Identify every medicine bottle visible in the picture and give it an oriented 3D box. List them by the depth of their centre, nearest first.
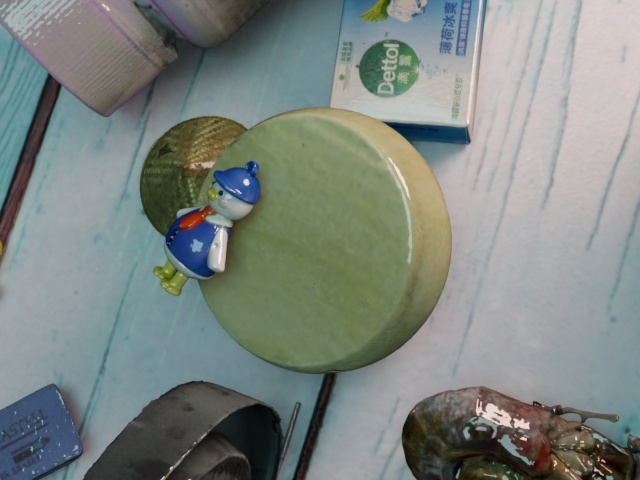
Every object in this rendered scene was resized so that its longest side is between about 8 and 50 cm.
[{"bbox_3d":[-0.170,-0.292,0.973,0.302,0.241,0.241,-42,75,2],"label":"medicine bottle"}]

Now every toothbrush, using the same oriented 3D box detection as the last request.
[{"bbox_3d":[-0.036,0.207,0.978,0.006,0.008,0.096,17,83,0],"label":"toothbrush"}]

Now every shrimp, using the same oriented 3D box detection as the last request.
[{"bbox_3d":[0.239,0.211,0.869,0.343,0.116,0.145,15,107,11],"label":"shrimp"}]

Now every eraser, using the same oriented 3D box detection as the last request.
[{"bbox_3d":[-0.348,0.232,1.022,0.225,0.036,0.082,-28,78,5],"label":"eraser"}]

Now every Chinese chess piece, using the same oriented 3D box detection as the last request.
[{"bbox_3d":[0.000,0.000,0.929,0.250,0.101,0.250,1,92,27],"label":"Chinese chess piece"}]

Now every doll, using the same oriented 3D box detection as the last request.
[{"bbox_3d":[-0.099,-0.014,0.895,0.143,0.058,0.098,-51,43,14],"label":"doll"}]

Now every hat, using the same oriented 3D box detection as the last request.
[{"bbox_3d":[-0.129,-0.067,1.015,0.146,0.067,0.146,-2,80,11],"label":"hat"}]

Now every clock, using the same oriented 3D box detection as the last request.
[{"bbox_3d":[-0.137,0.264,0.835,0.061,0.312,0.312,24,85,20],"label":"clock"}]

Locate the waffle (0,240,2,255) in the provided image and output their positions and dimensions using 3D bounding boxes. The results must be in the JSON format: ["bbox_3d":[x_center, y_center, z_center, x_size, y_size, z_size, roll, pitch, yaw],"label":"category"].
[{"bbox_3d":[-0.492,0.068,1.066,0.283,0.065,0.309,26,85,14],"label":"waffle"}]

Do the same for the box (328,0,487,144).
[{"bbox_3d":[0.092,-0.202,0.991,0.139,0.073,0.194,5,81,12],"label":"box"}]
